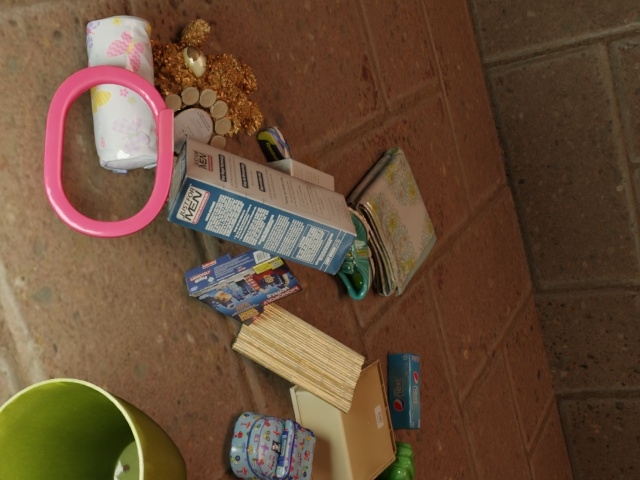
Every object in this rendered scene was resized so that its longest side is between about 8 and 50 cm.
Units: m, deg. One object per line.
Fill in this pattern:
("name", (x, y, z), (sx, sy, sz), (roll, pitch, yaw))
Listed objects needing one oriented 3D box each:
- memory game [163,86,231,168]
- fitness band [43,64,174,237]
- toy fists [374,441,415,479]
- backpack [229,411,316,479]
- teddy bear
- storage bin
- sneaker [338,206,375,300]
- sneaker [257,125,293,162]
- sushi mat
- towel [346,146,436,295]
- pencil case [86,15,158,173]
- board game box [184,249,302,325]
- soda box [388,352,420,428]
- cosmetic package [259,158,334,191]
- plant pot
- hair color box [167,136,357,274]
("memory game", (-0.257, -0.214, 1.605), (0.186, 0.012, 0.186), (-22, 131, -27))
("fitness band", (-0.352, -0.148, 1.377), (0.054, 0.209, 0.290), (156, -64, -77))
("toy fists", (0.156, 0.626, 2.085), (0.279, 0.142, 0.096), (-57, 131, -47))
("backpack", (-0.106, 0.438, 1.720), (0.173, 0.117, 0.158), (44, 47, -42))
("teddy bear", (-0.221, -0.328, 1.700), (0.338, 0.113, 0.245), (35, 52, -51))
("storage bin", (0.066, 0.443, 1.998), (0.260, 0.123, 0.262), (-18, 99, -59))
("sneaker", (0.077, 0.030, 2.094), (0.110, 0.107, 0.275), (-70, 144, -53))
("sneaker", (-0.093, -0.205, 1.941), (0.144, 0.053, 0.059), (66, 33, -28))
("sushi mat", (-0.040, 0.250, 1.828), (0.317, 0.019, 0.151), (33, 50, -18))
("towel", (0.214, -0.056, 2.383), (0.374, 0.090, 0.320), (-51, 127, -51))
("pencil case", (-0.345, -0.260, 1.472), (0.124, 0.113, 0.273), (-7, 88, -38))
("board game box", (-0.146, 0.095, 1.689), (0.194, 0.194, 0.060), (59, 10, -55))
("soda box", (0.237, 0.426, 2.331), (0.067, 0.071, 0.210), (23, 64, -56))
("cosmetic package", (-0.077, -0.082, 1.844), (0.184, 0.152, 0.151), (18, 69, -56))
("plant pot", (-0.329, 0.366, 1.263), (0.293, 0.275, 0.274), (46, 44, -68))
("hair color box", (-0.115, -0.065, 1.597), (0.347, 0.105, 0.174), (19, 25, -19))
